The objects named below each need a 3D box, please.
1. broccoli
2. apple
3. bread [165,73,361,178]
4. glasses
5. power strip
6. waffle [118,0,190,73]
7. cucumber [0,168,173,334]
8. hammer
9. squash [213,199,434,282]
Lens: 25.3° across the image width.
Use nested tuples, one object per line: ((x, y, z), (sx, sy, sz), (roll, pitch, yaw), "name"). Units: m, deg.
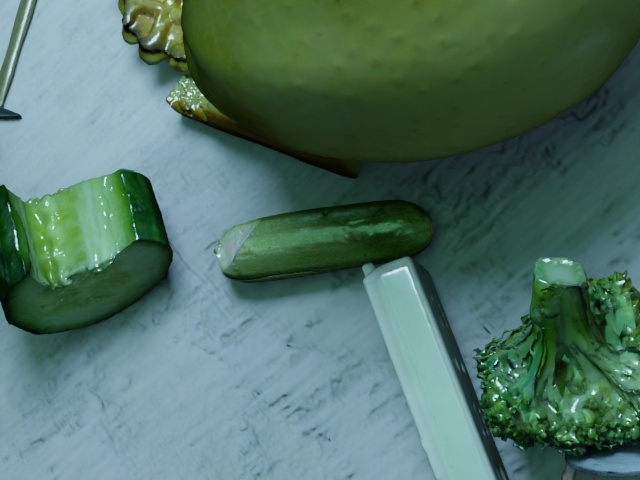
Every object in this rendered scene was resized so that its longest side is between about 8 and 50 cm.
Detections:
((0.228, 0.093, 1.282), (0.220, 0.194, 0.194), (14, 83, 31), "broccoli")
((0.069, -0.286, 1.287), (0.474, 0.473, 0.473), (-4, 77, 18), "apple")
((-0.062, -0.127, 1.503), (0.226, 0.088, 0.049), (21, 88, 21), "bread")
((0.327, 0.312, 1.301), (0.234, 0.118, 0.268), (9, 101, 19), "glasses")
((0.122, 0.166, 1.368), (0.058, 0.098, 0.338), (-23, 73, 10), "power strip")
((-0.098, -0.316, 1.565), (0.301, 0.058, 0.281), (-6, 71, 14), "waffle")
((-0.256, 0.010, 1.502), (0.191, 0.191, 0.130), (-21, 74, 14), "cucumber")
((-0.351, -0.237, 1.666), (0.062, 0.013, 0.198), (13, 83, 21), "hammer")
((0.000, 0.000, 1.463), (0.239, 0.069, 0.069), (-9, 76, 17), "squash")
